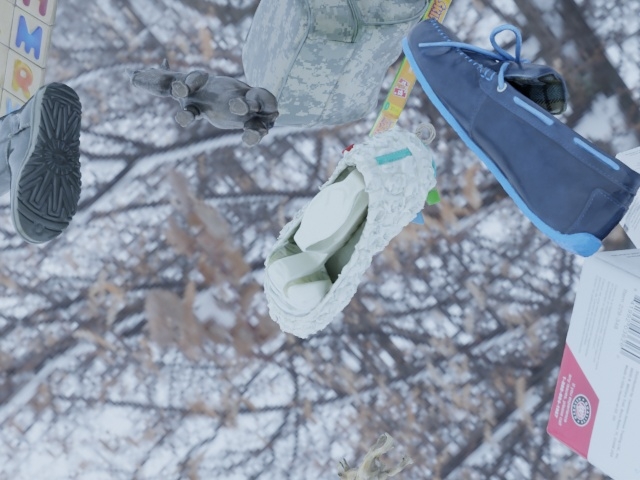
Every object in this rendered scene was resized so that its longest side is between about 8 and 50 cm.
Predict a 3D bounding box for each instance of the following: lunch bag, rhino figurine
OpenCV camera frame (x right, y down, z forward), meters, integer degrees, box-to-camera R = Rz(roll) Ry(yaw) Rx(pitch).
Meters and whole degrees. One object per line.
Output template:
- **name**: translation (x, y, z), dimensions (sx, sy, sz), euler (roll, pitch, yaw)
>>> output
- **lunch bag**: translation (0.027, -0.345, 2.027), dimensions (0.305, 0.256, 0.212), euler (120, -37, -49)
- **rhino figurine**: translation (-0.170, -0.203, 1.632), dimensions (0.106, 0.243, 0.073), euler (-41, 147, -61)

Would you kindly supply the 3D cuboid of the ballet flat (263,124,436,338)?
- **ballet flat**: translation (0.000, 0.000, 1.535), dimensions (0.409, 0.147, 0.147), euler (-55, -174, 41)

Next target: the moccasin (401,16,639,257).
- **moccasin**: translation (0.213, -0.129, 1.198), dimensions (0.117, 0.138, 0.342), euler (-47, -124, 18)

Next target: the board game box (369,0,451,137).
- **board game box**: translation (0.147, -0.286, 1.811), dimensions (0.124, 0.039, 0.259), euler (120, -8, -77)

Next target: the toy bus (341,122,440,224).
- **toy bus**: translation (0.145, -0.116, 2.264), dimensions (0.191, 0.202, 0.104), euler (-6, -163, -5)

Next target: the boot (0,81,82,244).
- **boot**: translation (-0.336, -0.062, 1.220), dimensions (0.209, 0.076, 0.189), euler (-17, -125, 38)

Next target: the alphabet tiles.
- **alphabet tiles**: translation (-0.439, -0.274, 1.412), dimensions (0.011, 0.285, 0.342), euler (-33, 150, -50)

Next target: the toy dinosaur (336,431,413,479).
- **toy dinosaur**: translation (0.063, 0.282, 1.400), dimensions (0.092, 0.053, 0.183), euler (-43, -179, -7)

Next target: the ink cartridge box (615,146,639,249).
- **ink cartridge box**: translation (0.478, -0.056, 1.700), dimensions (0.056, 0.135, 0.099), euler (-18, 150, -18)

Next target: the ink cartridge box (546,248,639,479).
- **ink cartridge box**: translation (0.397, 0.162, 1.187), dimensions (0.306, 0.131, 0.226), euler (32, -62, 49)
